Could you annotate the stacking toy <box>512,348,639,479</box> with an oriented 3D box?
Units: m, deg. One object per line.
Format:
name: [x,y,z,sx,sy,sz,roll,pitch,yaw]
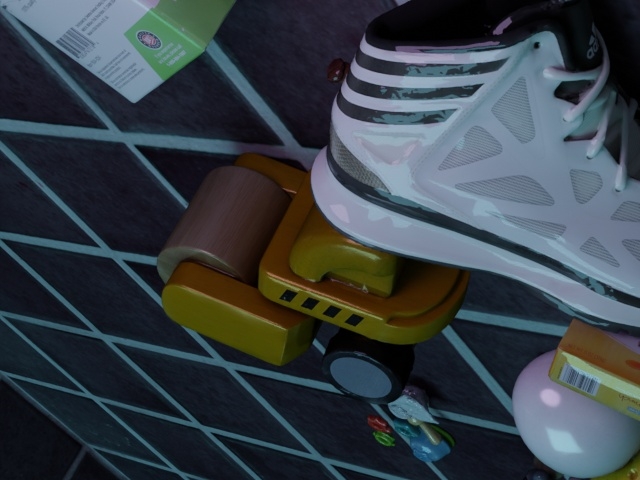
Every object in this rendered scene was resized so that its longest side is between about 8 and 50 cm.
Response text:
stacking toy: [0.372,0.244,1.488,0.480,0.350,0.351,30,160,-22]

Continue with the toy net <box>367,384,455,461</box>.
toy net: [0.127,0.251,2.293,0.122,0.045,0.232,24,156,18]

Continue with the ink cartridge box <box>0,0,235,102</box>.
ink cartridge box: [-0.226,-0.271,1.496,0.273,0.114,0.198,36,157,-16]

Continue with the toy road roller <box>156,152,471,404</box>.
toy road roller: [0.000,0.000,1.712,0.330,0.202,0.240,20,145,9]

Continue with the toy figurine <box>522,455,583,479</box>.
toy figurine: [0.372,0.365,2.117,0.209,0.148,0.213,46,156,-22]

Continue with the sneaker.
sneaker: [0.229,-0.076,1.290,0.448,0.169,0.257,12,137,-3]

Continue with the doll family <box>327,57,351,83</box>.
doll family: [0.072,-0.146,1.450,0.111,0.076,0.193,14,156,-13]

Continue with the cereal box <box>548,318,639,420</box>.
cereal box: [0.321,0.066,1.392,0.173,0.240,0.047,23,137,14]
